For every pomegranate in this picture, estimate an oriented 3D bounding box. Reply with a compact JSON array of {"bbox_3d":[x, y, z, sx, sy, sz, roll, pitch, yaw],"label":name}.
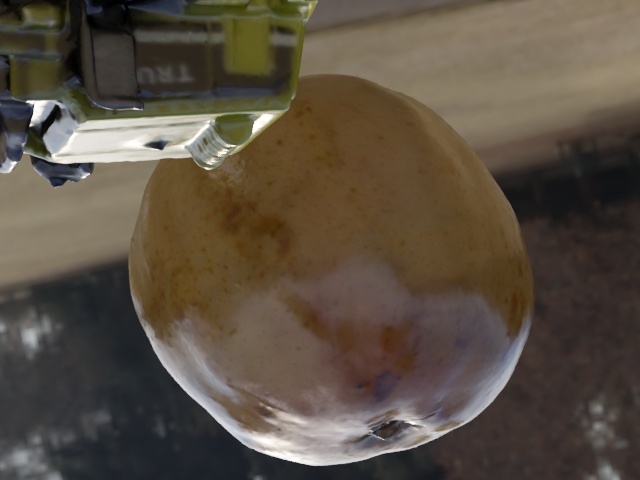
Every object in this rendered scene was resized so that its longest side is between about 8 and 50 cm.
[{"bbox_3d":[0.007,0.013,0.906,0.207,0.207,0.207,-13,177,-1],"label":"pomegranate"}]

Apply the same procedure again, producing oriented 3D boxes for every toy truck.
[{"bbox_3d":[-0.144,-0.080,0.591,0.285,0.111,0.136,3,166,-19],"label":"toy truck"}]
